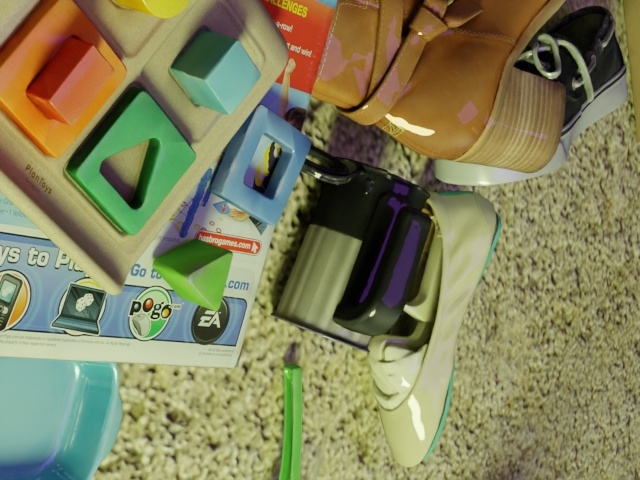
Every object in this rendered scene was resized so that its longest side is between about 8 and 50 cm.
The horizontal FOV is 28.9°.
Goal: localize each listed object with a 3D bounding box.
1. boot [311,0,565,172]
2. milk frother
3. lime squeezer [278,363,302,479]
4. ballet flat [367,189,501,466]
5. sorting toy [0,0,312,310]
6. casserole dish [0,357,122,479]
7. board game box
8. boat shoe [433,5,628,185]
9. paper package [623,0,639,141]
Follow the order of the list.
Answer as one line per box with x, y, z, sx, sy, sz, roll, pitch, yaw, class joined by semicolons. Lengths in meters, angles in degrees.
0.080;-0.198;0.947;0.220;0.109;0.283;15;72;-27;boot
0.000;0.000;0.935;0.143;0.129;0.135;21;86;-10;milk frother
-0.061;0.256;0.999;0.110;0.059;0.310;32;79;-22;lime squeezer
0.082;0.072;1.080;0.086;0.086;0.248;15;91;-53;ballet flat
-0.095;-0.090;0.656;0.196;0.047;0.348;-58;141;-18;sorting toy
-0.201;0.111;0.760;0.188;0.037;0.114;11;96;-54;casserole dish
-0.136;-0.085;0.719;0.308;0.086;0.302;12;95;-53;board game box
0.191;-0.137;1.091;0.306;0.113;0.105;-31;121;-44;boat shoe
0.466;-0.290;1.327;0.309;0.168;0.325;-44;134;-31;paper package
